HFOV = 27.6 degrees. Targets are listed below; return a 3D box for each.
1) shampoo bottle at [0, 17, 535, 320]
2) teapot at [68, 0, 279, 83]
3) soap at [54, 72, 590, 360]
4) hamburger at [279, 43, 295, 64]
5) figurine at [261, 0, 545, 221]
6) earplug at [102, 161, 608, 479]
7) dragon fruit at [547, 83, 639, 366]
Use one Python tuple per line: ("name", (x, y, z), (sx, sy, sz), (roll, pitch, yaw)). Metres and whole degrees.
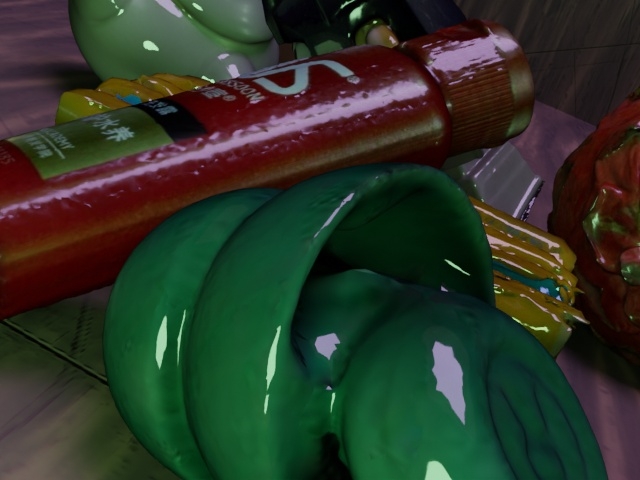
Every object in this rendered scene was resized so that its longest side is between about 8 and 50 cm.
("shampoo bottle", (-0.035, -0.045, 0.661), (0.314, 0.076, 0.118), (-19, 19, -24))
("teapot", (-0.088, -0.163, 1.176), (0.318, 0.149, 0.220), (47, 34, 3))
("soap", (0.001, 0.000, 0.814), (0.324, 0.096, 0.204), (25, 16, 6))
("hamburger", (0.058, -0.276, 1.747), (0.300, 0.176, 0.300), (20, 14, -5))
("figurine", (0.066, -0.129, 1.071), (0.308, 0.143, 0.308), (46, -18, 20))
("earplug", (0.002, 0.084, 0.498), (0.280, 0.257, 0.164), (15, -32, 41))
("dragon fruit", (0.294, -0.011, 1.042), (0.241, 0.241, 0.252), (27, -20, 16))
